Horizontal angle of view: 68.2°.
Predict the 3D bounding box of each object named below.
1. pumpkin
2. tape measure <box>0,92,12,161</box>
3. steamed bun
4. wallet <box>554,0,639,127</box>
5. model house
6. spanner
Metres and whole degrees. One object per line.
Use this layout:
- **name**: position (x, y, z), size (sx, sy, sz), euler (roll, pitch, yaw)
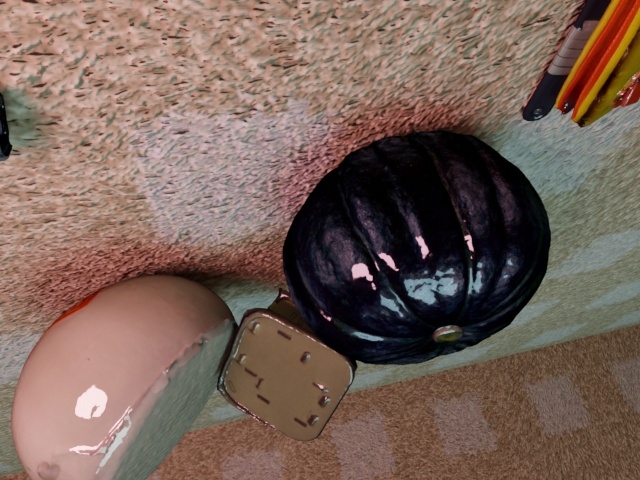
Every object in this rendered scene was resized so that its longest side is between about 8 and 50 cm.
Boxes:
- **pumpkin**: position (0.125, 0.021, 0.667), size (0.363, 0.266, 0.363), euler (-12, 150, -7)
- **tape measure**: position (-0.330, -0.103, 0.427), size (0.091, 0.054, 0.094), euler (12, 139, -33)
- **steamed bun**: position (-0.313, 0.212, 0.761), size (0.374, 0.241, 0.374), euler (-54, 167, -19)
- **wallet**: position (0.363, -0.233, 0.510), size (0.141, 0.067, 0.241), euler (-31, 158, -5)
- **model house**: position (-0.023, 0.179, 0.877), size (0.218, 0.204, 0.279), euler (-63, 173, 28)
- **spanner**: position (0.298, -0.246, 0.538), size (0.087, 0.024, 0.316), euler (-11, 153, -7)
